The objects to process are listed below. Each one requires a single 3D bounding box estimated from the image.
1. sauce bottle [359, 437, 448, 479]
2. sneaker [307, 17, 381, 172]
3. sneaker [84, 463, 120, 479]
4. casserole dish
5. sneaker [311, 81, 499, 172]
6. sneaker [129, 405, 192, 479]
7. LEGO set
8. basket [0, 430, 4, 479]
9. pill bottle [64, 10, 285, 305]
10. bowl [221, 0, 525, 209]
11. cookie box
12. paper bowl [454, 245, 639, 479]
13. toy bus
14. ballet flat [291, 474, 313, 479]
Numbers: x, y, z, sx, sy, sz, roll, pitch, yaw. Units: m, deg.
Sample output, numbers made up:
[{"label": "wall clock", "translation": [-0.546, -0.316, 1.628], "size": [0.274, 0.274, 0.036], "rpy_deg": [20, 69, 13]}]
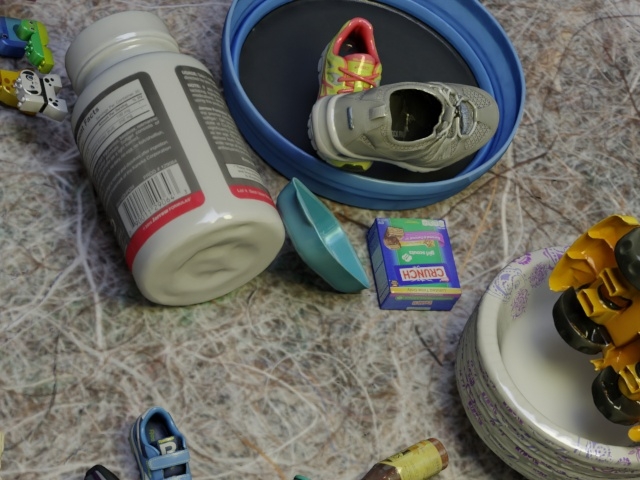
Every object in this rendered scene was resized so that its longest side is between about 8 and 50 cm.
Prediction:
[{"label": "sauce bottle", "translation": [0.079, 0.254, 1.895], "size": [0.128, 0.042, 0.042], "rpy_deg": [-21, 64, -32]}, {"label": "sneaker", "translation": [0.034, -0.175, 2.060], "size": [0.081, 0.094, 0.209], "rpy_deg": [7, 55, -16]}, {"label": "sneaker", "translation": [-0.197, 0.323, 1.734], "size": [0.098, 0.083, 0.224], "rpy_deg": [-36, 57, -6]}, {"label": "casserole dish", "translation": [0.000, 0.000, 1.994], "size": [0.037, 0.188, 0.114], "rpy_deg": [-30, 63, 10]}, {"label": "sneaker", "translation": [0.123, -0.131, 2.006], "size": [0.281, 0.115, 0.105], "rpy_deg": [-11, 93, -45]}, {"label": "sneaker", "translation": [-0.160, 0.237, 1.816], "size": [0.053, 0.059, 0.144], "rpy_deg": [-12, 62, -27]}, {"label": "LEGO set", "translation": [-0.374, -0.220, 2.055], "size": [0.093, 0.087, 0.227], "rpy_deg": [6, 52, -34]}, {"label": "basket", "translation": [-0.429, 0.341, 1.488], "size": [0.266, 0.328, 0.331], "rpy_deg": [8, 53, -18]}, {"label": "pill bottle", "translation": [-0.177, -0.100, 1.980], "size": [0.176, 0.176, 0.319], "rpy_deg": [-12, 60, -26]}, {"label": "bowl", "translation": [0.062, -0.204, 2.199], "size": [0.391, 0.077, 0.391], "rpy_deg": [9, 54, -12]}, {"label": "cookie box", "translation": [0.110, 0.028, 2.070], "size": [0.091, 0.040, 0.107], "rpy_deg": [2, 56, -18]}, {"label": "paper bowl", "translation": [0.289, 0.157, 1.968], "size": [0.284, 0.148, 0.284], "rpy_deg": [9, 54, -12]}, {"label": "toy bus", "translation": [0.382, 0.091, 1.879], "size": [0.211, 0.149, 0.220], "rpy_deg": [0, 55, -37]}, {"label": "ballet flat", "translation": [0.062, 0.330, 1.822], "size": [0.247, 0.083, 0.087], "rpy_deg": [24, 76, -1]}]
